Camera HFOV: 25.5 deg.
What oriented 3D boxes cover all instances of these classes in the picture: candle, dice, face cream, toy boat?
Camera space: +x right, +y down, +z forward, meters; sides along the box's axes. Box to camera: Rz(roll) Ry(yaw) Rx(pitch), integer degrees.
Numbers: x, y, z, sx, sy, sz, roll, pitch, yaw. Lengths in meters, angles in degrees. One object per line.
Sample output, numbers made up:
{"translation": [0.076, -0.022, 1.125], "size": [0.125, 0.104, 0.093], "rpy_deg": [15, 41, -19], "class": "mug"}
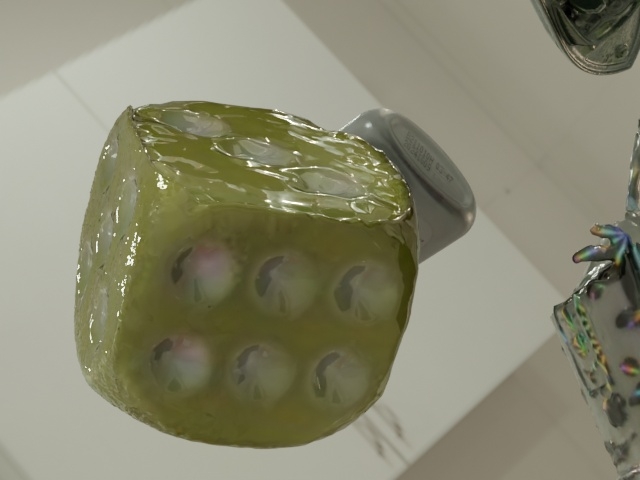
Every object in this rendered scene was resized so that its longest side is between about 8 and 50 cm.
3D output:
{"translation": [0.288, 0.070, 1.146], "size": [0.187, 0.330, 0.187], "rpy_deg": [-20, -12, -4], "class": "candle"}
{"translation": [-0.069, 0.024, 1.182], "size": [0.233, 0.238, 0.226], "rpy_deg": [-122, 43, -62], "class": "dice"}
{"translation": [0.000, 0.000, 1.485], "size": [0.337, 0.163, 0.080], "rpy_deg": [-36, 15, 38], "class": "face cream"}
{"translation": [0.316, -0.281, 1.620], "size": [0.141, 0.092, 0.319], "rpy_deg": [-46, -33, -1], "class": "toy boat"}
